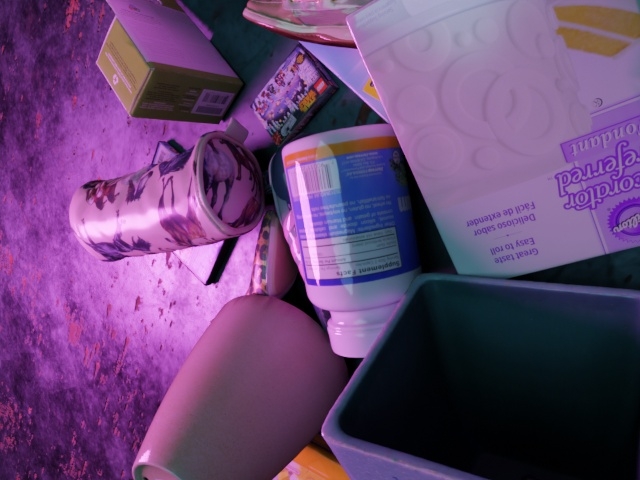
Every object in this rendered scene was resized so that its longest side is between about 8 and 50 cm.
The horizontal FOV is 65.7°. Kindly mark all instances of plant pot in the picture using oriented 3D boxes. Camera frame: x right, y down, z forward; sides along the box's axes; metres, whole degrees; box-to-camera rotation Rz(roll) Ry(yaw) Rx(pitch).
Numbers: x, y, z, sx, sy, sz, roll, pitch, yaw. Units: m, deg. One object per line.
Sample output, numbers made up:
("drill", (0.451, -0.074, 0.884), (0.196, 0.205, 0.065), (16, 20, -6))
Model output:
("plant pot", (-0.127, 0.261, 0.727), (0.257, 0.274, 0.256), (14, 124, 22))
("plant pot", (0.192, 0.211, 0.499), (0.248, 0.247, 0.252), (3, 125, 35))

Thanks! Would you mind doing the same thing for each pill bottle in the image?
("pill bottle", (0.047, 0.001, 0.634), (0.152, 0.152, 0.271), (-7, 96, 35))

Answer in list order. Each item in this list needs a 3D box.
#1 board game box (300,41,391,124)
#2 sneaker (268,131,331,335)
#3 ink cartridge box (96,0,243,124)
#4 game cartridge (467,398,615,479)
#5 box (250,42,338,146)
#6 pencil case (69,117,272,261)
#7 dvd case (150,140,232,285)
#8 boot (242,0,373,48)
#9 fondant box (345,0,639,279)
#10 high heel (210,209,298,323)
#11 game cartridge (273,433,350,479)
("board game box", (0.110, -0.312, 0.643), (0.336, 0.079, 0.253), (48, 120, 20))
("sneaker", (0.000, 0.000, 0.769), (0.131, 0.112, 0.318), (-3, 101, 64))
("ink cartridge box", (-0.283, -0.326, 0.849), (0.255, 0.189, 0.097), (53, 123, 19))
("game cartridge", (0.224, 0.220, 0.655), (0.355, 0.068, 0.230), (8, 97, 34))
("box", (-0.045, -0.229, 0.794), (0.137, 0.027, 0.094), (-44, 73, 31))
("pencil case", (-0.278, -0.068, 0.871), (0.411, 0.160, 0.183), (-10, 55, 37))
("dvd case", (-0.267, -0.055, 0.978), (0.253, 0.022, 0.180), (40, 118, 24))
("boot", (0.007, -0.333, 0.615), (0.213, 0.077, 0.165), (19, 109, 24))
("fondant box", (0.208, -0.135, 0.514), (0.238, 0.096, 0.330), (-19, 108, 30))
("high heel", (-0.133, 0.070, 0.858), (0.186, 0.093, 0.261), (7, 107, 31))
("game cartridge", (-0.004, 0.498, 0.857), (0.286, 0.053, 0.323), (14, 104, 33))
